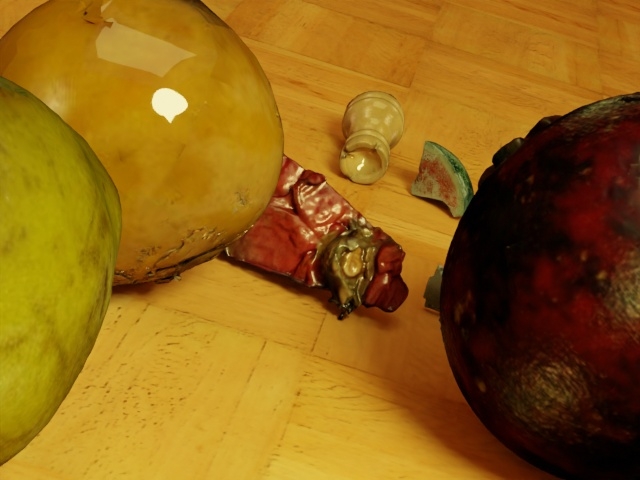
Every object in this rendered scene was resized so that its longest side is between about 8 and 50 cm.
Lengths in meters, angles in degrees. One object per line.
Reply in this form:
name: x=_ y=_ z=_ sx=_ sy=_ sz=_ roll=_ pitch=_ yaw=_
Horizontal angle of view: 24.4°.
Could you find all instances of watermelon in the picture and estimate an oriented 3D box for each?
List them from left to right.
watermelon: x=0.120 y=-0.051 z=1.473 sx=0.061 sy=0.085 sz=0.085 roll=-22 pitch=19 yaw=14

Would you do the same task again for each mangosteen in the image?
mangosteen: x=0.232 y=0.048 z=1.033 sx=0.311 sy=0.311 sz=0.311 roll=14 pitch=23 yaw=-6

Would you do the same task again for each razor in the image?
razor: x=0.138 y=0.037 z=1.295 sx=0.068 sy=0.040 sz=0.135 roll=22 pitch=17 yaw=11

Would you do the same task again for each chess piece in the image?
chess piece: x=0.048 y=-0.102 z=1.512 sx=0.066 sy=0.066 sz=0.122 roll=17 pitch=29 yaw=1

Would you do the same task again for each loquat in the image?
loquat: x=-0.146 y=-0.077 z=1.111 sx=0.235 sy=0.235 sz=0.235 roll=14 pitch=23 yaw=-6

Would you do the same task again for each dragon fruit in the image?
dragon fruit: x=-0.013 y=0.012 z=1.232 sx=0.192 sy=0.122 sz=0.092 roll=32 pitch=67 yaw=25

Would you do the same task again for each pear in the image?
pear: x=-0.252 y=0.018 z=0.809 sx=0.269 sy=0.269 sz=0.321 roll=32 pitch=33 yaw=33
